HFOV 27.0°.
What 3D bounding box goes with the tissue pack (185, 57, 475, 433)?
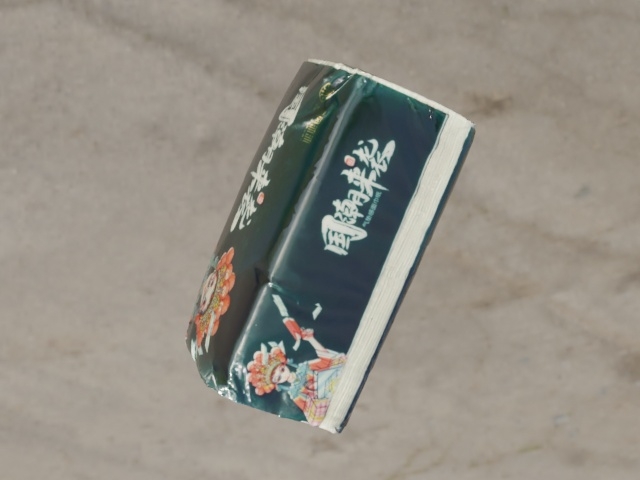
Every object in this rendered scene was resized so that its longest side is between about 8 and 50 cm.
[{"bbox_3d":[0.000,-0.001,0.675,0.090,0.103,0.170,23,93,-20],"label":"tissue pack"}]
